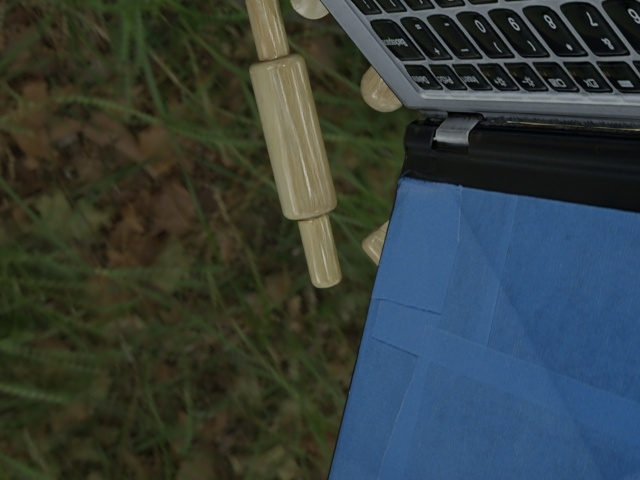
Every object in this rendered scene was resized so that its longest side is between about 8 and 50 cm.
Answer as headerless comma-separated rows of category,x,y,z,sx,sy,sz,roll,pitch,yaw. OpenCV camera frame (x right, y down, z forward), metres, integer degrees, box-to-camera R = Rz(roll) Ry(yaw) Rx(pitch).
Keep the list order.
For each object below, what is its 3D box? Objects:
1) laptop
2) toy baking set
laptop,0.000,0.000,0.418,0.236,0.382,0.408,-44,108,-11
toy baking set,0.058,-0.087,0.803,0.196,0.030,0.256,-15,100,13
